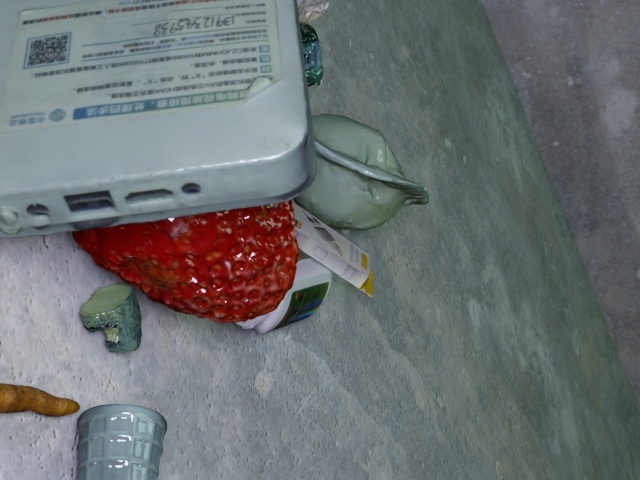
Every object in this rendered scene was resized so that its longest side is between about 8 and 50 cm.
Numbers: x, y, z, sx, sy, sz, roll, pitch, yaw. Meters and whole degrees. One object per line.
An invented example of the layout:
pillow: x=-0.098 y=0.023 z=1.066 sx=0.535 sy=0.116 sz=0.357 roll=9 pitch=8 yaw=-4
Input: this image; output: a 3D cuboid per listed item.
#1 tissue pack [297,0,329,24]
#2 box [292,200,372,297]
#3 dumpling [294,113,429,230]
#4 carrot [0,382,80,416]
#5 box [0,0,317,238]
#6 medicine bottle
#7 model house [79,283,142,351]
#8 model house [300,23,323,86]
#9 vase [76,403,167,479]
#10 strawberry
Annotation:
tissue pack: x=-0.198 y=-0.421 z=1.324 sx=0.195 sy=0.375 sz=0.390 roll=-154 pitch=-139 yaw=-79
box: x=0.000 y=0.000 z=1.620 sx=0.247 sy=0.033 sz=0.129 roll=34 pitch=17 yaw=-9
dumpling: x=0.060 y=-0.115 z=1.777 sx=0.320 sy=0.212 sz=0.270 roll=-16 pitch=53 yaw=-47
carrot: x=-0.345 y=0.189 z=1.085 sx=0.165 sy=0.035 sz=0.036 roll=23 pitch=56 yaw=-57
box: x=-0.214 y=-0.190 z=1.100 sx=0.111 sy=0.395 sz=0.397 roll=81 pitch=3 yaw=-52
medicine bottle: x=-0.069 y=0.094 z=1.522 sx=0.078 sy=0.115 sz=0.219 roll=39 pitch=23 yaw=19
model house: x=-0.275 y=0.112 z=1.231 sx=0.079 sy=0.066 sz=0.083 roll=-72 pitch=155 yaw=-61
model house: x=-0.088 y=-0.362 z=1.733 sx=0.148 sy=0.119 sz=0.148 roll=11 pitch=67 yaw=-49
vase: x=-0.247 y=0.349 z=1.077 sx=0.143 sy=0.143 sz=0.299 roll=37 pitch=42 yaw=-47
strawberry: x=-0.183 y=-0.049 z=1.248 sx=0.310 sy=0.291 sz=0.292 roll=71 pitch=22 yaw=-50
